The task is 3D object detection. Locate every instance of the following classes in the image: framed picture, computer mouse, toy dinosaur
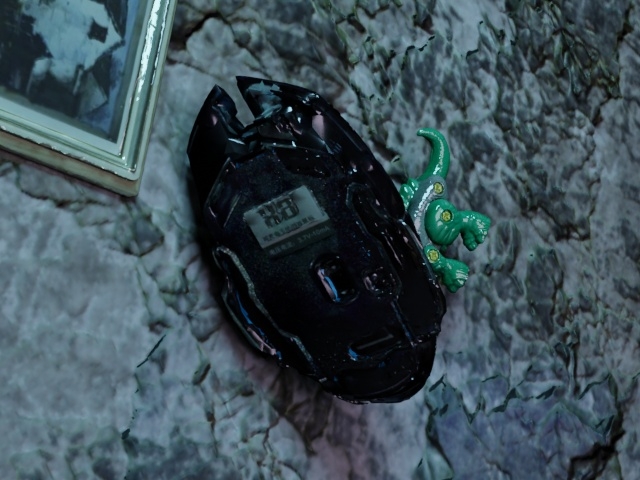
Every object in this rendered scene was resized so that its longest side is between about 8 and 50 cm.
[{"bbox_3d":[-0.173,-0.199,0.967,0.232,0.019,0.296,21,72,-37],"label":"framed picture"},{"bbox_3d":[0.000,0.000,1.024,0.242,0.146,0.077,61,25,-15],"label":"computer mouse"},{"bbox_3d":[0.063,-0.016,1.120,0.096,0.059,0.132,27,76,-28],"label":"toy dinosaur"}]
